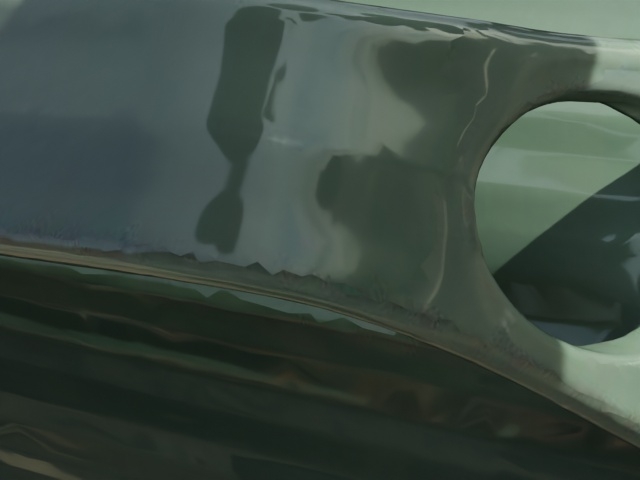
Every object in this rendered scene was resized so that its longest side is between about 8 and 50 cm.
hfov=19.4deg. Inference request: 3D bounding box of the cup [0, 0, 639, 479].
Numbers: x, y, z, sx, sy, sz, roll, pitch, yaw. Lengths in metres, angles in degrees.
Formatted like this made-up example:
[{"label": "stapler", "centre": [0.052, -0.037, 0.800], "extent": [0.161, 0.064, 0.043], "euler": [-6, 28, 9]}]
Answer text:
[{"label": "cup", "centre": [0.008, -0.018, 0.661], "extent": [0.392, 0.310, 0.401], "euler": [9, -34, 18]}]
